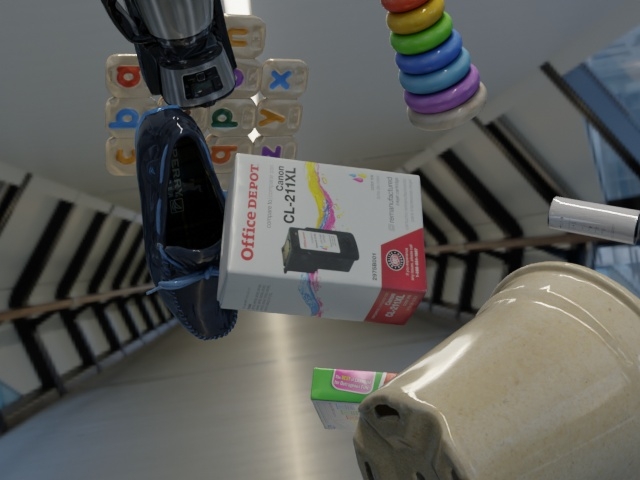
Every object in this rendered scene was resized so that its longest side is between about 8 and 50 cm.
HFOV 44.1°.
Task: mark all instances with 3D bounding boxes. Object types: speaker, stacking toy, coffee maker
[{"bbox_3d":[0.434,-0.032,1.250,0.136,0.055,0.055,13,11,31],"label":"speaker"},{"bbox_3d":[0.165,-0.347,1.281,0.141,0.330,0.141,-17,34,12],"label":"stacking toy"},{"bbox_3d":[-0.155,-0.258,0.857,0.120,0.171,0.178,-2,-41,3],"label":"coffee maker"}]

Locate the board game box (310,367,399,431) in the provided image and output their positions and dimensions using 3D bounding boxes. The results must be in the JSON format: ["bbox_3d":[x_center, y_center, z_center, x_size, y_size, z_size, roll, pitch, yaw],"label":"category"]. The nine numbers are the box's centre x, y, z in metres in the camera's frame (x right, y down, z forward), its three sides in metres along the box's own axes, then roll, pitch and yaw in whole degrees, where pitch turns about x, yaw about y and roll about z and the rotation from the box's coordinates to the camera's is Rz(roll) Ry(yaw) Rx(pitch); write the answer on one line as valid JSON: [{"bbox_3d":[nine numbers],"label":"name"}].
[{"bbox_3d":[0.153,0.330,1.576,0.317,0.064,0.242,3,-26,8],"label":"board game box"}]

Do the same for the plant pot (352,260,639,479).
[{"bbox_3d":[0.223,0.230,0.962,0.306,0.333,0.334,-21,7,-32],"label":"plant pot"}]

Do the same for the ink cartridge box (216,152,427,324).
[{"bbox_3d":[0.000,0.000,0.719,0.175,0.127,0.072,6,-30,-10],"label":"ink cartridge box"}]

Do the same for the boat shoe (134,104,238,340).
[{"bbox_3d":[-0.135,-0.001,0.791,0.109,0.258,0.089,-25,30,-17],"label":"boat shoe"}]

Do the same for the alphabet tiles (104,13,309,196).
[{"bbox_3d":[-0.156,-0.172,1.091,0.278,0.284,0.021,-5,33,-23],"label":"alphabet tiles"}]
